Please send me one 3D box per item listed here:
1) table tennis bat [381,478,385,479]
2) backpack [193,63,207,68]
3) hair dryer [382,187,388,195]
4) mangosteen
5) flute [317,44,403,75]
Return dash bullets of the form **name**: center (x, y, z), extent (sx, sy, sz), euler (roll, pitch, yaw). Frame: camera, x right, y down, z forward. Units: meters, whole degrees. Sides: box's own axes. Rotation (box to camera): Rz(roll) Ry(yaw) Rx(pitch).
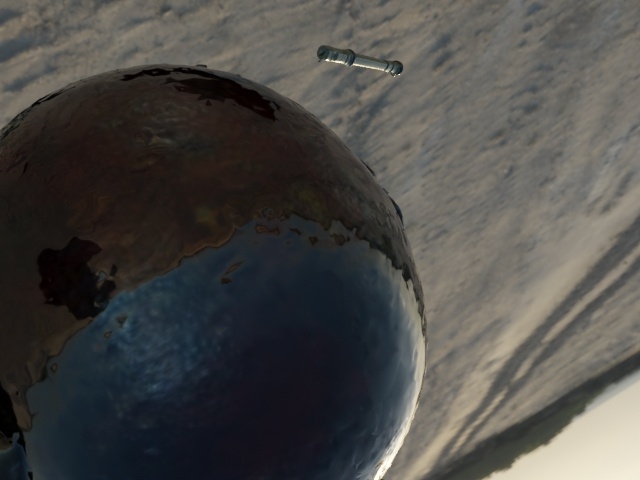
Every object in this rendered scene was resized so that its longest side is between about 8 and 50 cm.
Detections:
- **table tennis bat**: center (0.037, 0.212, 0.658), extent (0.107, 0.170, 0.119), euler (-23, 161, 17)
- **backpack**: center (-0.350, -0.224, 1.764), extent (0.378, 0.201, 0.353), euler (-19, -176, -38)
- **hair dryer**: center (0.000, 0.000, 1.222), extent (0.248, 0.078, 0.195), euler (-48, 118, -5)
- **mangosteen**: center (-0.108, 0.067, 0.489), extent (0.359, 0.306, 0.306), euler (-37, 163, -17)
- **flute**: center (0.060, -0.263, 1.207), extent (0.027, 0.027, 0.233), euler (-43, 163, 27)
